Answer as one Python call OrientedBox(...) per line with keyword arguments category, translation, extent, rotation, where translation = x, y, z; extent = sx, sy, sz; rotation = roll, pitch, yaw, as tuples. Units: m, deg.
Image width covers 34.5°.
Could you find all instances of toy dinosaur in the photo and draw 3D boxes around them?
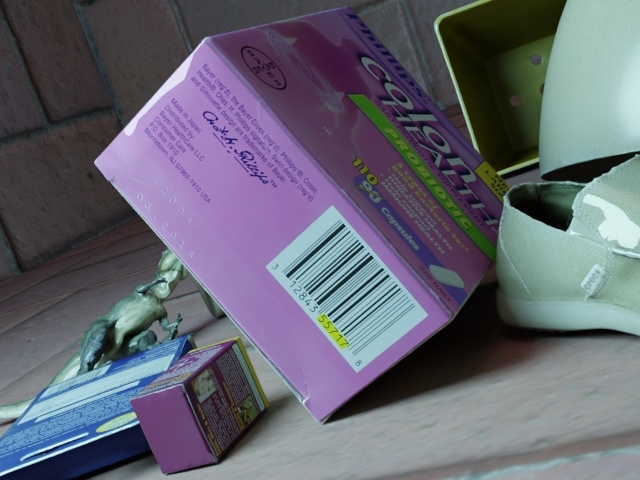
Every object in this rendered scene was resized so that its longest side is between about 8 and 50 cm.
OrientedBox(category="toy dinosaur", translation=(-0.192, 0.097, 0.954), extent=(0.268, 0.064, 0.118), rotation=(-41, 29, -23))

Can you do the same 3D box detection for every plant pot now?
OrientedBox(category="plant pot", translation=(0.290, -0.207, 1.331), extent=(0.212, 0.212, 0.187), rotation=(-19, -5, 14))
OrientedBox(category="plant pot", translation=(0.280, -0.149, 0.672), extent=(0.284, 0.190, 0.284), rotation=(-4, -2, 0))

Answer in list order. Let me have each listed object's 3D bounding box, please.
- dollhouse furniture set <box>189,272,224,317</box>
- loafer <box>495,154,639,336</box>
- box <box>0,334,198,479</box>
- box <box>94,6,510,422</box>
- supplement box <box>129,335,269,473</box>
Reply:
OrientedBox(category="dollhouse furniture set", translation=(0.000, 0.000, 1.024), extent=(0.212, 0.161, 0.242), rotation=(-24, -13, -21))
OrientedBox(category="loafer", translation=(0.187, -0.001, 0.562), extent=(0.102, 0.092, 0.268), rotation=(-26, 10, -35))
OrientedBox(category="box", translation=(-0.166, 0.132, 0.756), extent=(0.136, 0.036, 0.225), rotation=(-21, 7, 3))
OrientedBox(category="box", translation=(0.011, -0.034, 0.702), extent=(0.117, 0.213, 0.243), rotation=(-42, -2, 26))
OrientedBox(category="supplement box", translation=(-0.075, 0.104, 0.659), extent=(0.043, 0.055, 0.083), rotation=(-18, 8, 25))
